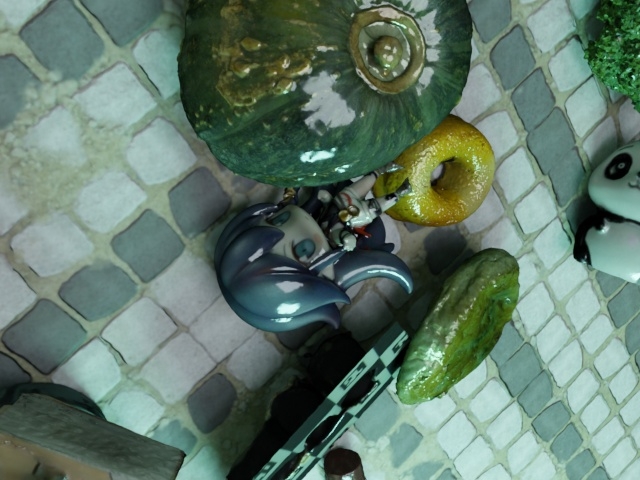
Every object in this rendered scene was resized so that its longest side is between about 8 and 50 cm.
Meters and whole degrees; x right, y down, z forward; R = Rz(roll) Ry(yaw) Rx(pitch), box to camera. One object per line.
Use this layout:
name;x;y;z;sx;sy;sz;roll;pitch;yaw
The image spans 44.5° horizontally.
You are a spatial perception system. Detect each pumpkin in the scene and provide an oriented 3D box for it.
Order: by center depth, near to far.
pumpkin;-0.004;-0.212;0.872;0.327;0.257;0.292;-23;105;-21

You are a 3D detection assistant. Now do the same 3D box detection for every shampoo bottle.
shampoo bottle;0.053;0.447;1.272;0.068;0.067;0.236;-27;120;-26

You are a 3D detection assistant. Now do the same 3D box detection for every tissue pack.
tissue pack;-0.310;0.361;0.852;0.238;0.238;0.306;20;97;-34

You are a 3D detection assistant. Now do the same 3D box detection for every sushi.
sushi;-0.031;0.242;1.121;0.373;0.100;0.296;-47;160;-3

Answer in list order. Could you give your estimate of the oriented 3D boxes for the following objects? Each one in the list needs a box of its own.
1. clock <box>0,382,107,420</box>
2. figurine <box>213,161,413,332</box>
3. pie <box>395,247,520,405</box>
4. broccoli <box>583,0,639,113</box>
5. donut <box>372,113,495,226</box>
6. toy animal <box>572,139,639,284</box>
clock;-0.369;0.289;0.983;0.225;0.049;0.226;-10;112;-26
figurine;-0.007;0.012;1.014;0.264;0.175;0.197;-13;119;-17
pie;0.215;0.137;1.185;0.277;0.078;0.277;-41;147;-33
broccoli;0.566;-0.335;1.134;0.413;0.310;0.321;36;81;0
donut;0.172;-0.096;1.128;0.190;0.074;0.174;17;99;-34
toy animal;0.529;-0.050;1.287;0.165;0.187;0.235;-12;120;-52
